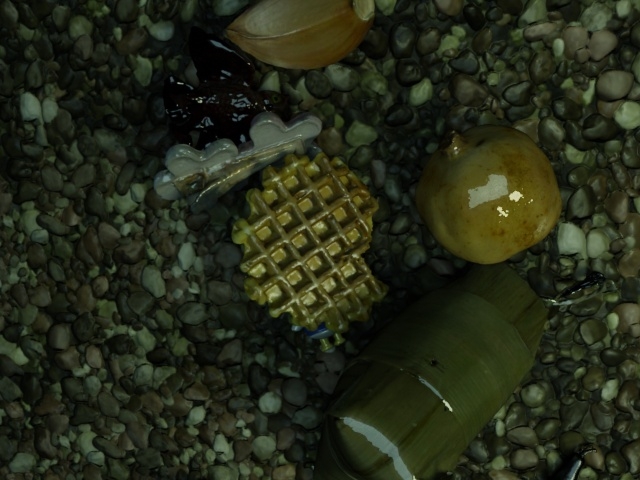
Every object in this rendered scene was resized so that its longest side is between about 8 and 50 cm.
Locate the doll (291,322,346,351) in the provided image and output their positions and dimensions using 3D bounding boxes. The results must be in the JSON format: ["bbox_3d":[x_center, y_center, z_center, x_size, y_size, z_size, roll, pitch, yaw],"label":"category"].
[{"bbox_3d":[-0.008,0.099,0.837,0.098,0.057,0.143,-27,90,-11],"label":"doll"}]

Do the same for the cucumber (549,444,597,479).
[{"bbox_3d":[0.357,0.374,0.808,0.043,0.039,0.163,20,101,-14],"label":"cucumber"}]

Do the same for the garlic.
[{"bbox_3d":[-0.025,-0.303,0.776,0.206,0.128,0.115,-14,137,7],"label":"garlic"}]

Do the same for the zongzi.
[{"bbox_3d":[0.171,0.190,0.806,0.447,0.418,0.181,-35,73,-28],"label":"zongzi"}]

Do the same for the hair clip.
[{"bbox_3d":[-0.115,-0.110,0.789,0.256,0.146,0.075,-26,55,-5],"label":"hair clip"}]

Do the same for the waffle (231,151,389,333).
[{"bbox_3d":[0.000,0.000,0.782,0.248,0.056,0.253,25,78,-18],"label":"waffle"}]

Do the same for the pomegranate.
[{"bbox_3d":[0.213,-0.068,0.722,0.196,0.196,0.196,1,95,10],"label":"pomegranate"}]

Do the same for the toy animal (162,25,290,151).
[{"bbox_3d":[-0.140,-0.206,0.823,0.179,0.116,0.219,-6,117,-20],"label":"toy animal"}]
